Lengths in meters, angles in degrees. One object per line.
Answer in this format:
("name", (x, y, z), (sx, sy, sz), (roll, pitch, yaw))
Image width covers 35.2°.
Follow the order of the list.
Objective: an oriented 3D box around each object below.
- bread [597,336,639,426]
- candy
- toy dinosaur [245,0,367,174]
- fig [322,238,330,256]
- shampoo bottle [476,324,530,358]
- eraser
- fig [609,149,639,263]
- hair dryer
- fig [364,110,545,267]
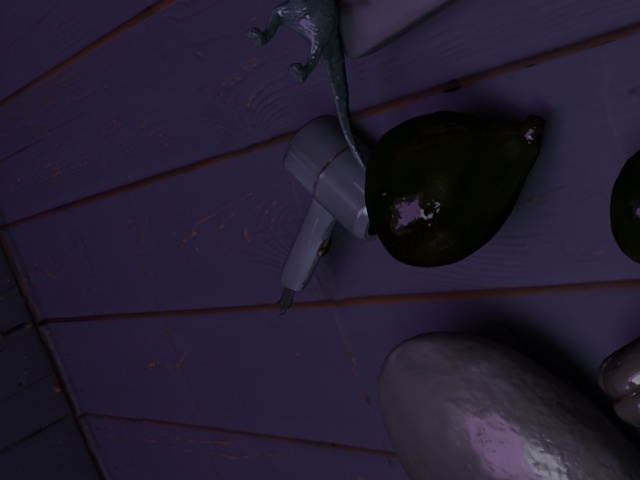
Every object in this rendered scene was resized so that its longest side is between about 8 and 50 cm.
("bread", (0.394, 0.112, 1.027), (0.337, 0.183, 0.102), (-44, 67, 54))
("candy", (0.236, 0.306, 1.335), (0.427, 0.186, 0.386), (49, 149, 11))
("toy dinosaur", (-0.021, -0.225, 1.246), (0.076, 0.129, 0.383), (32, 140, 46))
("fig", (-0.014, 0.004, 1.617), (0.050, 0.050, 0.083), (68, 163, -5))
("shampoo bottle", (0.223, 0.176, 1.410), (0.080, 0.040, 0.165), (54, 144, 5))
("eraser", (0.093, -0.345, 1.207), (0.270, 0.095, 0.174), (-21, 92, 55))
("fig", (0.353, -0.016, 1.073), (0.117, 0.117, 0.177), (47, 152, 24))
("hair dryer", (0.000, 0.000, 1.512), (0.173, 0.107, 0.357), (47, 136, 24))
("fig", (0.168, -0.070, 1.216), (0.245, 0.195, 0.195), (-19, 97, 27))
